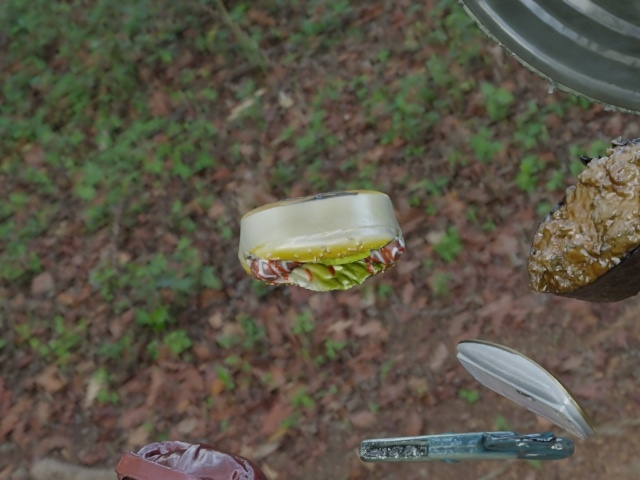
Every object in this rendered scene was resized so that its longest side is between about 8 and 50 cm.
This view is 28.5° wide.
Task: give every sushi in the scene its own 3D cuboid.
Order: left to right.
[{"bbox_3d":[0.485,-0.045,2.061,0.348,0.207,0.234,-45,49,35],"label":"sushi"}]

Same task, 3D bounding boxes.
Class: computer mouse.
[{"bbox_3d":[0.242,0.167,1.473,0.045,0.102,0.199,-51,41,-10],"label":"computer mouse"}]

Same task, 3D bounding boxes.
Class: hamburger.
[{"bbox_3d":[0.000,0.000,1.582,0.210,0.116,0.173,-9,7,-2],"label":"hamburger"}]

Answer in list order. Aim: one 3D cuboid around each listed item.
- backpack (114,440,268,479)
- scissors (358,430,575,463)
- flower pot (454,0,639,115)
[{"bbox_3d":[-0.142,0.324,1.411,0.229,0.139,0.229,-23,42,23],"label":"backpack"},{"bbox_3d":[0.178,0.267,1.627,0.289,0.138,0.041,-6,73,29],"label":"scissors"},{"bbox_3d":[0.156,-0.178,0.524,0.235,0.235,0.140,0,35,42],"label":"flower pot"}]
